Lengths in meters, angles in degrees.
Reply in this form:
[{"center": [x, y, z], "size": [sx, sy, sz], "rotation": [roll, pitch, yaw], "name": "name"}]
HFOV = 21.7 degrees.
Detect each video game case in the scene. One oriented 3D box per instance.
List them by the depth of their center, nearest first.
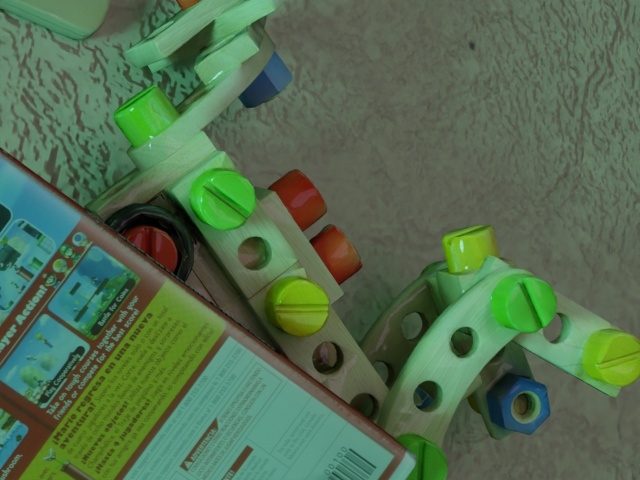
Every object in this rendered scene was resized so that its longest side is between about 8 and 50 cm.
[{"center": [-0.123, 0.102, 0.773], "size": [0.285, 0.025, 0.204], "rotation": [38, 87, -15], "name": "video game case"}]

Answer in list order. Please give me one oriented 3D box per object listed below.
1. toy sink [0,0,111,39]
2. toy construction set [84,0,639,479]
[{"center": [-0.173, -0.225, 0.836], "size": [0.234, 0.131, 0.153], "rotation": [24, 65, -27], "name": "toy sink"}, {"center": [0.000, 0.000, 0.876], "size": [0.215, 0.151, 0.328], "rotation": [-37, 91, -11], "name": "toy construction set"}]
